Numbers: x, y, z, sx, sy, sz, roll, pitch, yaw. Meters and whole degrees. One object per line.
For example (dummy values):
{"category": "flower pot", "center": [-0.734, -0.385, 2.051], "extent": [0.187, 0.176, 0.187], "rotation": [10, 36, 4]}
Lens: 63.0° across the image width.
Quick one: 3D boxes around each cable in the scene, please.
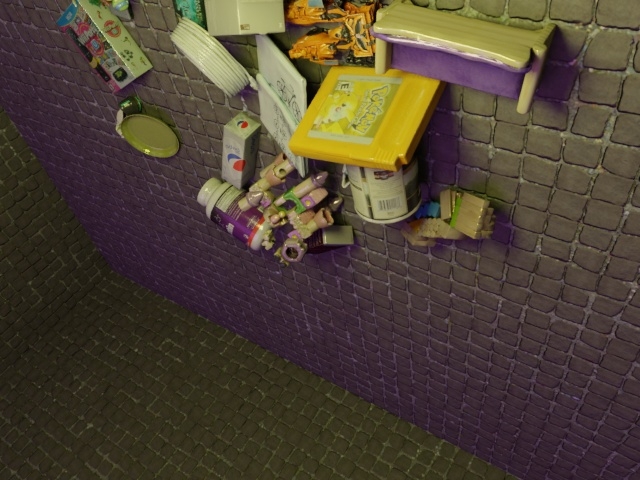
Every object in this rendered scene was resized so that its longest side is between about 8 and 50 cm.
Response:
{"category": "cable", "center": [-0.326, -0.536, 1.542], "extent": [0.257, 0.089, 0.257], "rotation": [44, -177, 29]}

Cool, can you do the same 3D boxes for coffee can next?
{"category": "coffee can", "center": [0.168, -0.212, 1.440], "extent": [0.201, 0.201, 0.275], "rotation": [17, 143, 31]}

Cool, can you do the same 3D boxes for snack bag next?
{"category": "snack bag", "center": [-0.116, -0.400, 1.504], "extent": [0.323, 0.037, 0.342], "rotation": [57, 160, 32]}

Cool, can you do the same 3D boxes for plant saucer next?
{"category": "plant saucer", "center": [-0.688, -0.433, 2.126], "extent": [0.241, 0.037, 0.241], "rotation": [10, 148, 6]}

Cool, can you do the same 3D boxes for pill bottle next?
{"category": "pill bottle", "center": [-0.326, -0.113, 2.087], "extent": [0.323, 0.181, 0.181], "rotation": [34, 148, 8]}

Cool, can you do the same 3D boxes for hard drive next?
{"category": "hard drive", "center": [-0.671, -0.803, 1.713], "extent": [0.094, 0.022, 0.135], "rotation": [25, 146, 22]}

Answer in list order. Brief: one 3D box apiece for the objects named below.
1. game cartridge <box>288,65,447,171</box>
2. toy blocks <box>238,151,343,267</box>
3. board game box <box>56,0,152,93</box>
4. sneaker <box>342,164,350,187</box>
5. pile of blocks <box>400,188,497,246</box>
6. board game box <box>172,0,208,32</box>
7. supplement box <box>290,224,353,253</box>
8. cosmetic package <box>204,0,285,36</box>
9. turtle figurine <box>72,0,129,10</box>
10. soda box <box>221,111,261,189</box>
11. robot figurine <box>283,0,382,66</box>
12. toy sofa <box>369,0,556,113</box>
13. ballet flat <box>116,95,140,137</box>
{"category": "game cartridge", "center": [0.112, -0.313, 1.293], "extent": [0.324, 0.285, 0.052], "rotation": [14, 158, 34]}
{"category": "toy blocks", "center": [-0.064, -0.136, 1.701], "extent": [0.260, 0.309, 0.288], "rotation": [-29, 108, 29]}
{"category": "board game box", "center": [-0.773, -0.705, 1.875], "extent": [0.224, 0.097, 0.303], "rotation": [-5, 127, 48]}
{"category": "sneaker", "center": [0.104, -0.239, 1.573], "extent": [0.080, 0.094, 0.212], "rotation": [30, 147, 16]}
{"category": "pile of blocks", "center": [0.386, -0.063, 1.527], "extent": [0.112, 0.149, 0.362], "rotation": [4, 173, -28]}
{"category": "board game box", "center": [-0.387, -0.709, 1.541], "extent": [0.126, 0.026, 0.186], "rotation": [27, 147, 17]}
{"category": "supplement box", "center": [0.000, 0.000, 1.941], "extent": [0.239, 0.130, 0.073], "rotation": [-18, 75, 53]}
{"category": "cosmetic package", "center": [-0.197, -0.576, 1.333], "extent": [0.238, 0.127, 0.107], "rotation": [26, 126, 55]}
{"category": "turtle figurine", "center": [-0.655, -0.819, 1.516], "extent": [0.198, 0.274, 0.266], "rotation": [-35, 98, 13]}
{"category": "soda box", "center": [-0.288, -0.315, 1.873], "extent": [0.091, 0.098, 0.286], "rotation": [33, 147, 8]}
{"category": "robot figurine", "center": [0.040, -0.520, 1.291], "extent": [0.291, 0.085, 0.211], "rotation": [14, 142, 34]}
{"category": "toy sofa", "center": [0.288, -0.392, 1.117], "extent": [0.362, 0.177, 0.150], "rotation": [23, 145, 22]}
{"category": "ballet flat", "center": [-0.802, -0.488, 2.174], "extent": [0.095, 0.096, 0.280], "rotation": [48, 150, 15]}
